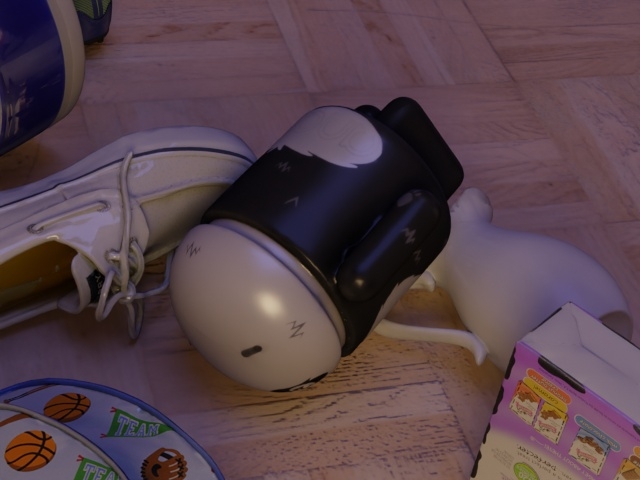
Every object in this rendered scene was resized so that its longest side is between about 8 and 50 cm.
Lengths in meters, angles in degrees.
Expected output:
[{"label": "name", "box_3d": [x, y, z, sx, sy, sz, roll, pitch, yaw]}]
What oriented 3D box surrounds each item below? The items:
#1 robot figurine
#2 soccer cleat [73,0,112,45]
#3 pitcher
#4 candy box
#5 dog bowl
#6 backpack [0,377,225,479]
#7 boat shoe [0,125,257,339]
[{"label": "robot figurine", "box_3d": [0.000, 0.002, 1.092, 0.173, 0.209, 0.278, 36, 64, 16]}, {"label": "soccer cleat", "box_3d": [-0.335, -0.320, 1.443, 0.289, 0.121, 0.093, 36, 48, 26]}, {"label": "pitcher", "box_3d": [0.153, 0.060, 1.139, 0.177, 0.125, 0.207, -37, 46, -16]}, {"label": "candy box", "box_3d": [0.204, 0.171, 0.951, 0.165, 0.196, 0.070, 37, 47, 26]}, {"label": "dog bowl", "box_3d": [-0.349, -0.202, 1.202, 0.265, 0.265, 0.104, 31, 48, 21]}, {"label": "backpack", "box_3d": [-0.179, 0.214, 0.795, 0.276, 0.213, 0.263, 29, 55, 19]}, {"label": "boat shoe", "box_3d": [-0.199, 0.016, 1.088, 0.367, 0.136, 0.156, -16, 48, -23]}]
